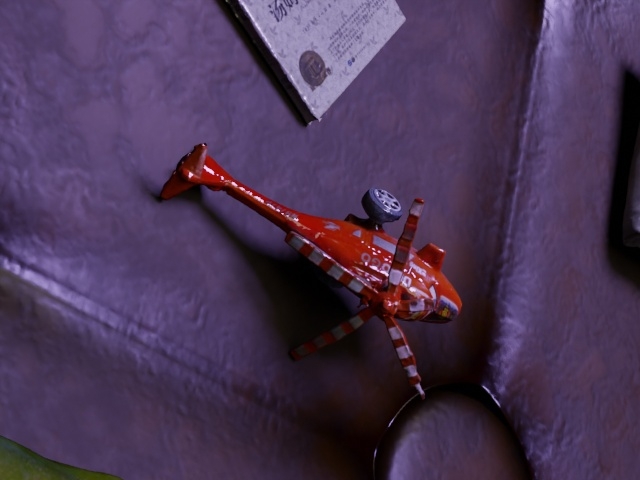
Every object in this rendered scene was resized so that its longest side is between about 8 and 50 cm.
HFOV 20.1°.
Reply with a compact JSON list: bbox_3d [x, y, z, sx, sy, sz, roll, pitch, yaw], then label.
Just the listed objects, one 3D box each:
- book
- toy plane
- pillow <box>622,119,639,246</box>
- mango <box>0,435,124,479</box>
[{"bbox_3d":[-0.022,-0.179,1.130,0.181,0.014,0.127,57,48,-18],"label":"book"},{"bbox_3d":[-0.004,0.006,1.067,0.194,0.126,0.077,13,30,-7],"label":"toy plane"},{"bbox_3d":[0.288,-0.048,1.356,0.134,0.078,0.181,25,66,-35],"label":"pillow"},{"bbox_3d":[-0.160,0.153,0.856,0.191,0.085,0.122,24,60,-37],"label":"mango"}]
